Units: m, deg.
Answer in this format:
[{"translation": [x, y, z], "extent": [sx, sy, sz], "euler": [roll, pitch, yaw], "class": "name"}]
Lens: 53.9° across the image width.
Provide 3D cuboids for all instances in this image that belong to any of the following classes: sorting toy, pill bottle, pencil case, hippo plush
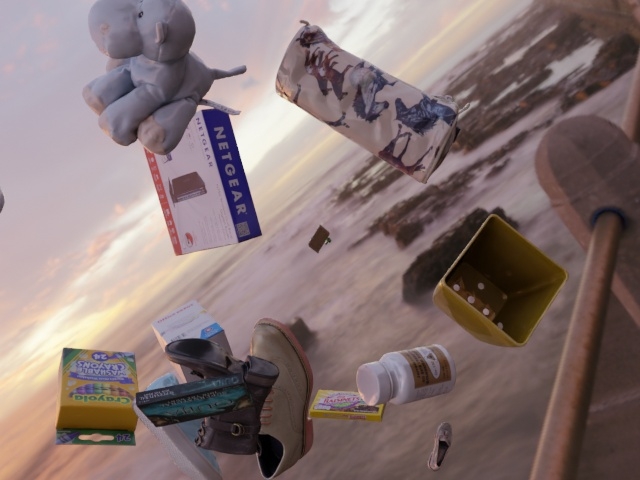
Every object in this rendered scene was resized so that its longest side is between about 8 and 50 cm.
[{"translation": [0.000, 0.000, 1.547], "extent": [0.062, 0.012, 0.083], "euler": [-61, -33, -7], "class": "sorting toy"}, {"translation": [0.213, 0.340, 1.575], "extent": [0.230, 0.131, 0.131], "euler": [-5, -12, -28], "class": "pill bottle"}, {"translation": [0.094, -0.295, 1.309], "extent": [0.183, 0.411, 0.160], "euler": [-59, -7, 5], "class": "pencil case"}, {"translation": [-0.290, -0.305, 1.110], "extent": [0.236, 0.295, 0.234], "euler": [100, 173, -64], "class": "hippo plush"}]

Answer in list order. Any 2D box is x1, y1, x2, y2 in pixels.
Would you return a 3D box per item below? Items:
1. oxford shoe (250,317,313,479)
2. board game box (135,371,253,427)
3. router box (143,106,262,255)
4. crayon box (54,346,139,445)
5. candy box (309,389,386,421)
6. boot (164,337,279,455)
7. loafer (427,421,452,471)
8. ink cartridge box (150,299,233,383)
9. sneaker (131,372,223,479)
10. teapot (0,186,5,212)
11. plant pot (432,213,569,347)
[{"translation": [-0.104, 0.373, 1.458], "extent": [0.141, 0.396, 0.146], "euler": [2, 22, 30], "class": "oxford shoe"}, {"translation": [-0.220, 0.287, 1.126], "extent": [0.186, 0.026, 0.126], "euler": [-11, -34, -3], "class": "board game box"}, {"translation": [-0.314, -0.144, 1.630], "extent": [0.082, 0.335, 0.301], "euler": [-20, 6, -43], "class": "router box"}, {"translation": [-0.608, 0.419, 1.723], "extent": [0.323, 0.203, 0.083], "euler": [53, 129, 58], "class": "crayon box"}, {"translation": [0.080, 0.466, 1.781], "extent": [0.206, 0.027, 0.105], "euler": [-1, 19, 17], "class": "candy box"}, {"translation": [-0.223, 0.340, 1.317], "extent": [0.091, 0.263, 0.228], "euler": [-85, 14, -72], "class": "boot"}, {"translation": [0.302, 0.507, 1.551], "extent": [0.125, 0.045, 0.039], "euler": [-65, 3, -27], "class": "loafer"}, {"translation": [-0.419, 0.342, 2.075], "extent": [0.171, 0.168, 0.233], "euler": [-27, 34, -22], "class": "ink cartridge box"}, {"translation": [-0.334, 0.501, 1.654], "extent": [0.135, 0.365, 0.150], "euler": [3, 39, 42], "class": "sneaker"}, {"translation": [-0.871, -0.072, 1.392], "extent": [0.253, 0.256, 0.186], "euler": [-17, 59, 48], "class": "teapot"}, {"translation": [0.370, 0.110, 1.393], "extent": [0.212, 0.212, 0.187], "euler": [-49, -5, -23], "class": "plant pot"}]
